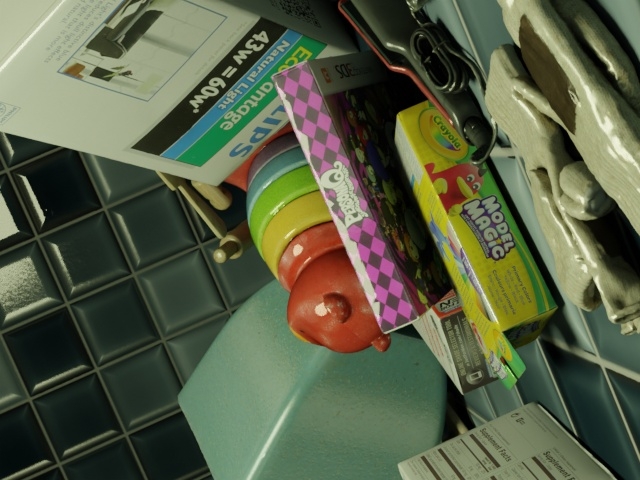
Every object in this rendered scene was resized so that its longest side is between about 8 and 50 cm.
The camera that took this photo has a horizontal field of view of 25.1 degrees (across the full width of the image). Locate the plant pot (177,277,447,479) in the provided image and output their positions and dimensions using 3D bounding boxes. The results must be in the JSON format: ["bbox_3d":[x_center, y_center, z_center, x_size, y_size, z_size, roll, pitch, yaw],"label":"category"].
[{"bbox_3d":[0.010,0.174,1.736,0.252,0.247,0.248,-64,30,18],"label":"plant pot"}]

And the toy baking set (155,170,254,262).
[{"bbox_3d":[-0.129,-0.070,1.669,0.197,0.030,0.256,65,-156,-13],"label":"toy baking set"}]

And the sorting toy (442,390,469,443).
[{"bbox_3d":[0.200,0.313,1.754,0.193,0.038,0.208,72,172,-46],"label":"sorting toy"}]

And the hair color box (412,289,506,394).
[{"bbox_3d":[0.123,0.068,1.423,0.167,0.053,0.093,-121,10,-61],"label":"hair color box"}]

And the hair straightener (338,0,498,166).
[{"bbox_3d":[0.070,-0.146,1.089,0.089,0.047,0.230,74,170,-54],"label":"hair straightener"}]

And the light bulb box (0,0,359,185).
[{"bbox_3d":[-0.207,-0.279,1.407,0.361,0.225,0.358,14,-137,-52],"label":"light bulb box"}]

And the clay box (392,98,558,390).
[{"bbox_3d":[0.126,0.005,1.151,0.127,0.053,0.222,86,159,-76],"label":"clay box"}]

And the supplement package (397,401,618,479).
[{"bbox_3d":[0.199,0.310,1.248,0.204,0.145,0.262,-133,19,-73],"label":"supplement package"}]

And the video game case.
[{"bbox_3d":[0.051,-0.052,1.257,0.232,0.041,0.210,67,-159,-1],"label":"video game case"}]

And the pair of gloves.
[{"bbox_3d":[0.147,-0.046,0.845,0.240,0.042,0.204,85,160,-74],"label":"pair of gloves"}]

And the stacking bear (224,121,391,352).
[{"bbox_3d":[0.000,0.000,1.561,0.175,0.164,0.289,45,-161,-45],"label":"stacking bear"}]
